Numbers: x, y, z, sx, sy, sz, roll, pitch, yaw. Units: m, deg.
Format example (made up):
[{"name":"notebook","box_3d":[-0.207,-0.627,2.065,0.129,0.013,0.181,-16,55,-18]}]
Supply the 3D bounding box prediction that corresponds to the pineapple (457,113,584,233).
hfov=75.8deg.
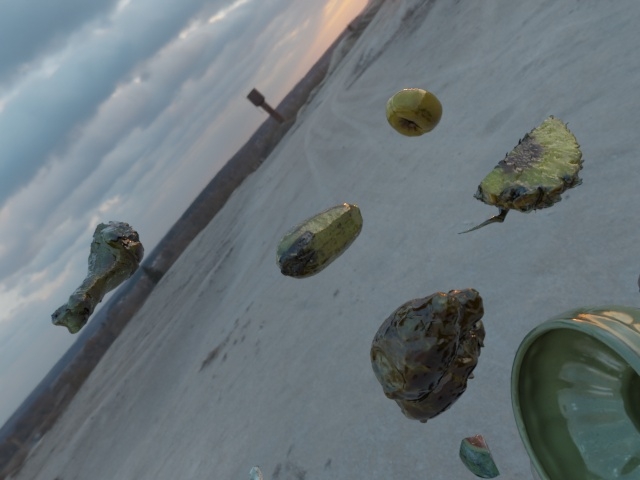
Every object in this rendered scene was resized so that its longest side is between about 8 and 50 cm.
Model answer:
[{"name":"pineapple","box_3d":[0.481,-0.122,0.932,0.335,0.161,0.158,-40,-29,-27]}]

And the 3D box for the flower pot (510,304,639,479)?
[{"name":"flower pot","box_3d":[0.447,0.234,0.547,0.307,0.245,0.306,176,90,-79]}]

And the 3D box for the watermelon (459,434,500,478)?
[{"name":"watermelon","box_3d":[0.366,0.488,0.930,0.092,0.084,0.072,24,57,40]}]

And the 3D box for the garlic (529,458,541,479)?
[{"name":"garlic","box_3d":[0.682,0.544,1.054,0.321,0.322,0.241,-52,11,-5]}]

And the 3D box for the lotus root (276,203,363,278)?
[{"name":"lotus root","box_3d":[0.000,0.000,0.878,0.259,0.110,0.097,-33,10,-37]}]

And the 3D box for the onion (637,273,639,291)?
[{"name":"onion","box_3d":[0.764,0.094,0.762,0.276,0.276,0.276,-45,17,17]}]

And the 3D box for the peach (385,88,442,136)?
[{"name":"peach","box_3d":[0.287,-0.399,1.284,0.179,0.180,0.103,-17,55,63]}]

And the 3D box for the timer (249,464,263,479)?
[{"name":"timer","box_3d":[-0.100,0.480,0.681,0.175,0.175,0.266,-49,-14,3]}]

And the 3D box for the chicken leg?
[{"name":"chicken leg","box_3d":[-0.554,0.066,1.079,0.211,0.140,0.361,-62,22,17]}]

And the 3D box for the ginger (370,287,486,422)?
[{"name":"ginger","box_3d":[0.242,0.234,0.868,0.275,0.357,0.152,-31,41,-2]}]
